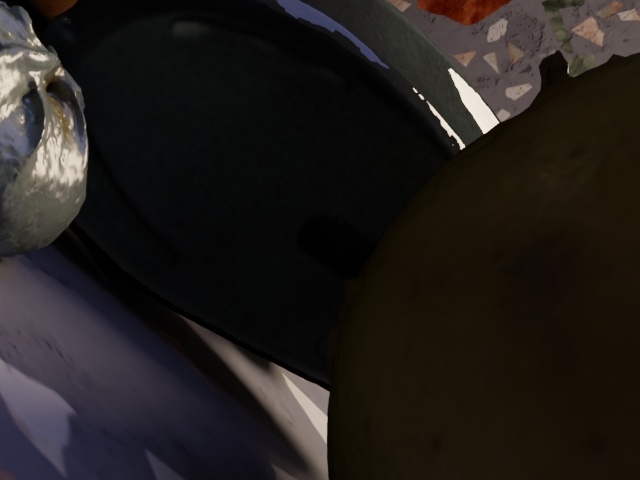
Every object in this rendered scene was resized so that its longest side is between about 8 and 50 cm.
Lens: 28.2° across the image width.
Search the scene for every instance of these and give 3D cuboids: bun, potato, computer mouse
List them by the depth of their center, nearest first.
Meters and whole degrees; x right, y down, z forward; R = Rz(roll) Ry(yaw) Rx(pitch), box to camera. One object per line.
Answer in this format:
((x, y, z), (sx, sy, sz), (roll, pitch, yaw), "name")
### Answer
((-0.145, -0.062, 0.520), (0.141, 0.083, 0.141), (50, 2, -3), "bun")
((0.178, 0.094, 0.582), (0.319, 0.385, 0.442), (17, -33, 37), "potato")
((-0.003, -0.025, 0.701), (0.374, 0.203, 0.114), (39, 19, -32), "computer mouse")

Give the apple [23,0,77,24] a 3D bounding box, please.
((-0.131, -0.338, 1.119), (0.346, 0.391, 0.391), (25, 21, -48), "apple")
